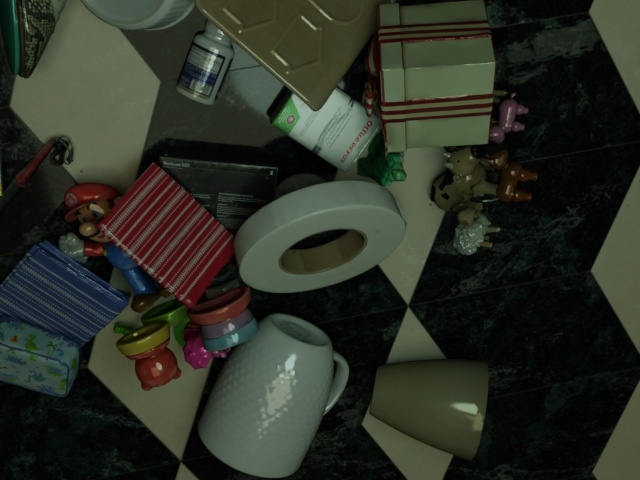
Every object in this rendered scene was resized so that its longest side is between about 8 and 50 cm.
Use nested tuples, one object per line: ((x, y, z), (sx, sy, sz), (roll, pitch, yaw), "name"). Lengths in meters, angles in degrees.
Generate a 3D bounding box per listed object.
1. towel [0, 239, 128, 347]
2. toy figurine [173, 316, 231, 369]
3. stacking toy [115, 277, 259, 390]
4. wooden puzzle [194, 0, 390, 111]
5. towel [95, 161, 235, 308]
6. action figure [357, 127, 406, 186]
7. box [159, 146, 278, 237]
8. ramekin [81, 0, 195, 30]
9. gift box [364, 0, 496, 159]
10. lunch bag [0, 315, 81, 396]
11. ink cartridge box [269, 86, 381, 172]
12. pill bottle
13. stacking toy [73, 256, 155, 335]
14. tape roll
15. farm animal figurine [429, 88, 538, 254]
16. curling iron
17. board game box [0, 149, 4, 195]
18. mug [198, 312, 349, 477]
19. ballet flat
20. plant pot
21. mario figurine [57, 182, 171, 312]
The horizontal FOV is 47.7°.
((-0.619, 0.148, 1.671), (0.243, 0.040, 0.336), (38, 128, -20), "towel")
((-0.272, 0.256, 1.762), (0.173, 0.159, 0.130), (9, 108, -12), "toy figurine")
((-0.286, 0.212, 1.668), (0.309, 0.279, 0.130), (-20, 101, 0), "stacking toy")
((-0.054, -0.494, 1.516), (0.348, 0.080, 0.322), (40, 74, -23), "wooden puzzle")
((-0.321, -0.008, 1.567), (0.275, 0.031, 0.199), (45, 62, -21), "towel")
((0.149, -0.173, 1.627), (0.064, 0.232, 0.137), (20, 107, -15), "action figure")
((-0.239, -0.107, 1.664), (0.261, 0.103, 0.184), (5, 113, -10), "box")
((-0.372, -0.543, 1.426), (0.273, 0.127, 0.272), (6, 119, 10), "ramekin")
((0.222, -0.325, 1.530), (0.258, 0.255, 0.276), (-2, 136, 5), "gift box")
((-0.687, 0.281, 1.716), (0.219, 0.090, 0.176), (17, 132, -5), "lunch bag")
((0.012, -0.275, 1.647), (0.208, 0.087, 0.153), (33, 101, -17), "ink cartridge box")
((-0.242, -0.388, 1.565), (0.094, 0.094, 0.169), (21, 105, -15), "pill bottle")
((-0.521, 0.124, 1.739), (0.221, 0.052, 0.167), (21, 107, -17), "stacking toy")
((0.000, 0.000, 1.629), (0.392, 0.072, 0.392), (-15, 153, -8), "tape roll")
((0.342, -0.181, 1.666), (0.172, 0.330, 0.326), (6, 137, -14), "farm animal figurine")
((-0.659, -0.132, 1.628), (0.274, 0.035, 0.068), (-40, 110, 7), "curling iron")
((-0.782, -0.147, 1.588), (0.154, 0.026, 0.103), (-3, 95, -13), "board game box")
((-0.079, 0.365, 1.796), (0.374, 0.276, 0.328), (11, 107, -44), "mug")
((-0.589, -0.575, 1.427), (0.182, 0.164, 0.482), (-23, 113, -28), "ballet flat")
((0.271, 0.414, 1.873), (0.274, 0.256, 0.256), (10, 109, 5), "plant pot")
((-0.463, 0.017, 1.613), (0.198, 0.170, 0.320), (-39, 102, -15), "mario figurine")
